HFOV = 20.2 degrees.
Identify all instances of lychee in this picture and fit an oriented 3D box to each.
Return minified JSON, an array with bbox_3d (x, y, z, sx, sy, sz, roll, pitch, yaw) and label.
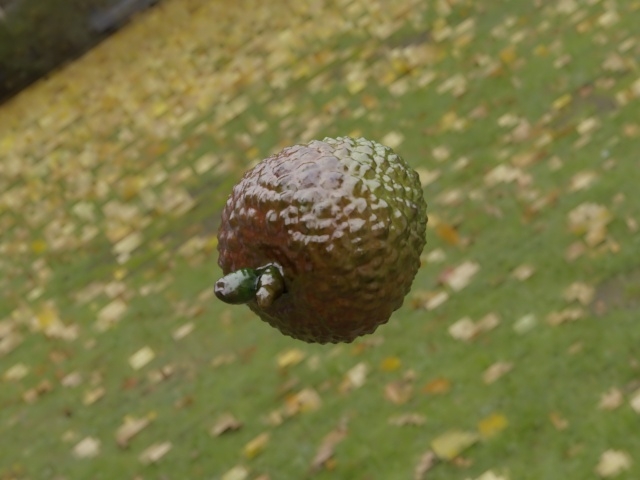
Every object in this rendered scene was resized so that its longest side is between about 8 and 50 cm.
[{"bbox_3d":[0.000,0.000,0.975,0.114,0.114,0.146,-28,8,45],"label":"lychee"}]
